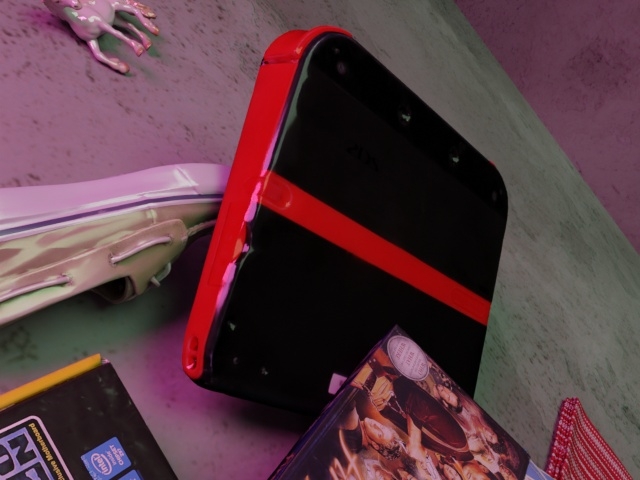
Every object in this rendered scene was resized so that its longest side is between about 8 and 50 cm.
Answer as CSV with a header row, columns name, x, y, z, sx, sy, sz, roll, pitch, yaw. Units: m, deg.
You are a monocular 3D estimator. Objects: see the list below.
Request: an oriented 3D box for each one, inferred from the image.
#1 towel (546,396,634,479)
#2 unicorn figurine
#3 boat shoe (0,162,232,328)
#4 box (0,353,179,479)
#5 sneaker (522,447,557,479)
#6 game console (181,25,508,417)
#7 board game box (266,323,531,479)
name,x,y,z,sx,sy,sz,roll,pitch,yaw
towel,0.413,0.374,0.921,0.199,0.031,0.275,55,31,2
unicorn figurine,-0.239,-0.242,0.677,0.111,0.060,0.162,38,18,-20
boat shoe,-0.168,0.004,0.494,0.302,0.109,0.094,-17,87,-47
box,-0.140,0.246,0.293,0.322,0.079,0.257,57,30,8
sneaker,0.288,0.340,0.745,0.211,0.080,0.081,52,34,-2
game console,0.061,0.013,0.628,0.386,0.060,0.342,28,72,-40
board game box,0.059,0.187,0.458,0.165,0.042,0.243,44,36,5
